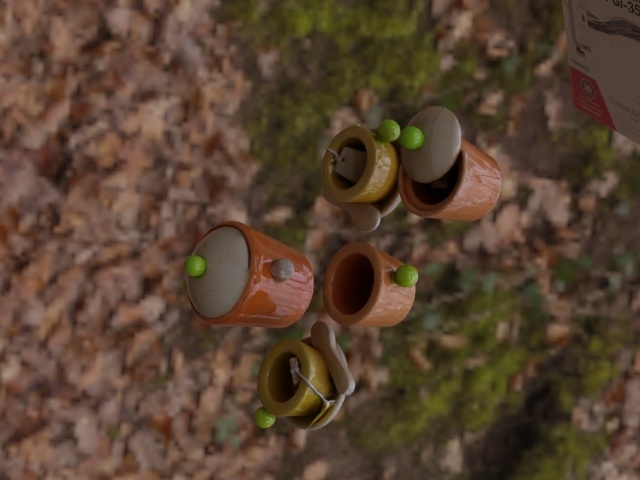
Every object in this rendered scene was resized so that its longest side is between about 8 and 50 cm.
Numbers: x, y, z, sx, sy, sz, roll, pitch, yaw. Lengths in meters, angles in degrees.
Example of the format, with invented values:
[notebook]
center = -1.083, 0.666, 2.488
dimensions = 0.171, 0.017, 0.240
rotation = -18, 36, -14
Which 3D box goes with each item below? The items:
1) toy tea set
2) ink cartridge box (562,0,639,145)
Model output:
[toy tea set]
center = 0.000, 0.000, 1.370
dimensions = 0.336, 0.124, 0.200
rotation = -52, -134, 23
[ink cartridge box]
center = 0.398, -0.275, 1.964
dimensions = 0.207, 0.117, 0.283
rotation = 43, -29, 54
